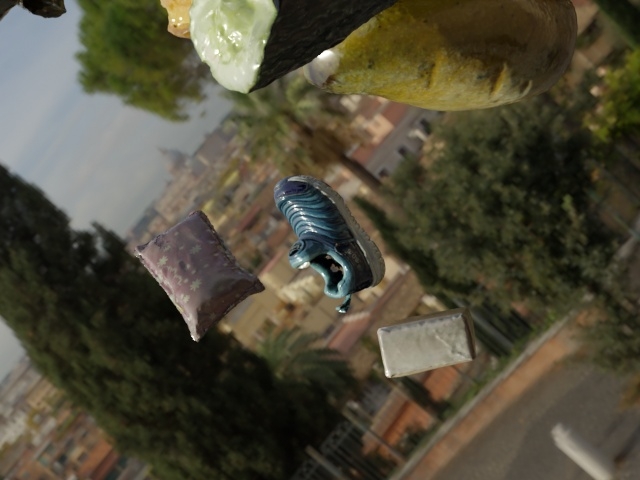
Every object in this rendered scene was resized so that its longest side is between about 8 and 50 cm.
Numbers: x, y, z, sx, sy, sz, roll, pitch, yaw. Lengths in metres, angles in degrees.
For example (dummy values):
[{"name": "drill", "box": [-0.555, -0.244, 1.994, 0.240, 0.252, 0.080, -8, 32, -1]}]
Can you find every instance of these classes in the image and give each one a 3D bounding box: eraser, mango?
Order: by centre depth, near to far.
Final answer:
[{"name": "mango", "box": [0.132, -0.220, 1.133, 0.329, 0.175, 0.176, 2, -57, -41]}, {"name": "eraser", "box": [0.182, 0.160, 1.766, 0.144, 0.078, 0.343, -12, -3, 7]}]

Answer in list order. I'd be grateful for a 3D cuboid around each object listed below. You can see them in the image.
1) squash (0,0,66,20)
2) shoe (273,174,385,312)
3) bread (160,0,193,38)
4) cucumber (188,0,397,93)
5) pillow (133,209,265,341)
[{"name": "squash", "box": [-0.224, -0.193, 0.601, 0.218, 0.172, 0.218, -15, 62, 30]}, {"name": "shoe", "box": [0.000, 0.000, 1.532, 0.106, 0.207, 0.091, -36, -1, -34]}, {"name": "bread", "box": [-0.060, -0.321, 1.191, 0.260, 0.129, 0.134, -45, 35, -15]}, {"name": "cucumber", "box": [0.026, -0.175, 0.663, 0.241, 0.074, 0.074, -37, 1, -27]}, {"name": "pillow", "box": [-0.161, 0.037, 1.400, 0.118, 0.185, 0.043, -33, -34, -15]}]
